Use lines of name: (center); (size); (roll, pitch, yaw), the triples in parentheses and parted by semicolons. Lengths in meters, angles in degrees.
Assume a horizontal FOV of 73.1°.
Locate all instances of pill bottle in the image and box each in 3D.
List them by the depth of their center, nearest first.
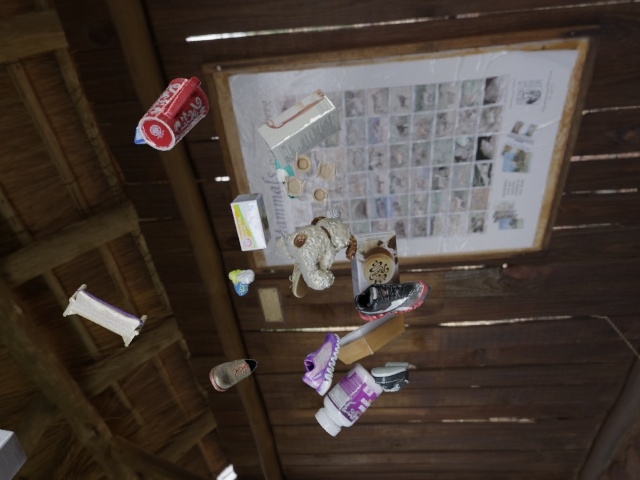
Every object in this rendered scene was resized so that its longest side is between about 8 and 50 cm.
pill bottle: (0.124, 0.709, 1.919); (0.169, 0.301, 0.169); (44, 174, 5)

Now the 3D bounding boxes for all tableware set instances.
tableware set: (-0.029, -0.193, 1.354); (0.020, 0.169, 0.141); (-178, 102, -71)

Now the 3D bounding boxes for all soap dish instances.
soap dish: (0.219, 0.427, 1.907); (0.229, 0.291, 0.118); (-40, 74, 44)

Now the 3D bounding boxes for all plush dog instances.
plush dog: (0.000, 0.000, 1.474); (0.262, 0.225, 0.210); (43, 148, 28)

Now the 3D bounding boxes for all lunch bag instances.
lunch bag: (-0.740, -0.481, 1.919); (0.151, 0.129, 0.096); (-77, -26, -47)

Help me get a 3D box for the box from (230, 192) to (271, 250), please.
box: (-0.273, -0.074, 1.726); (0.114, 0.103, 0.203); (-79, -19, -67)

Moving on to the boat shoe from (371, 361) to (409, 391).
boat shoe: (0.254, 0.479, 1.500); (0.302, 0.114, 0.091); (19, -114, -62)

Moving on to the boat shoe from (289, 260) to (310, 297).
boat shoe: (-0.098, 0.168, 2.270); (0.104, 0.089, 0.285); (42, -129, -40)

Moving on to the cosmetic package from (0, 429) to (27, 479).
cosmetic package: (-1.184, 0.812, 1.325); (0.453, 0.230, 0.161); (-71, -14, -59)

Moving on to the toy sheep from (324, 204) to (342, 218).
toy sheep: (0.078, -0.156, 2.490); (0.132, 0.091, 0.091); (-31, 49, 44)

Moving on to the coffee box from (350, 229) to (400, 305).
coffee box: (0.213, 0.115, 1.697); (0.119, 0.168, 0.297); (-164, 68, -80)

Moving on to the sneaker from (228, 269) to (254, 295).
sneaker: (-0.376, 0.214, 2.154); (0.240, 0.091, 0.126); (6, 117, 62)

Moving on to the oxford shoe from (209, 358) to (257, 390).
oxford shoe: (-0.417, 0.629, 2.092); (0.123, 0.130, 0.348); (60, -171, 9)

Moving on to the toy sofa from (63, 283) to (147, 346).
toy sofa: (-1.075, 0.361, 2.195); (0.177, 0.363, 0.150); (-53, 16, 16)

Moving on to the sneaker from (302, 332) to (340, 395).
sneaker: (0.000, 0.414, 1.509); (0.236, 0.105, 0.095); (-70, 4, -47)

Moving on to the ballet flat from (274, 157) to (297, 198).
ballet flat: (-0.166, -0.299, 2.133); (0.087, 0.083, 0.247); (-64, -39, -33)

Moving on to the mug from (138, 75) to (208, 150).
mug: (-0.359, -0.317, 1.045); (0.150, 0.113, 0.169); (103, -176, -48)

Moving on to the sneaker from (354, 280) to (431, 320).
sneaker: (0.236, 0.195, 1.481); (0.135, 0.276, 0.097); (43, -146, -46)

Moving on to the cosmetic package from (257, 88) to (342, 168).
cosmetic package: (-0.079, -0.441, 1.714); (0.129, 0.296, 0.153); (55, 177, 24)
